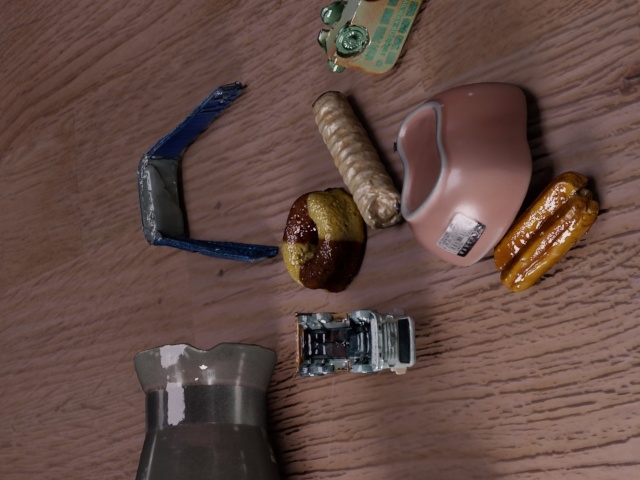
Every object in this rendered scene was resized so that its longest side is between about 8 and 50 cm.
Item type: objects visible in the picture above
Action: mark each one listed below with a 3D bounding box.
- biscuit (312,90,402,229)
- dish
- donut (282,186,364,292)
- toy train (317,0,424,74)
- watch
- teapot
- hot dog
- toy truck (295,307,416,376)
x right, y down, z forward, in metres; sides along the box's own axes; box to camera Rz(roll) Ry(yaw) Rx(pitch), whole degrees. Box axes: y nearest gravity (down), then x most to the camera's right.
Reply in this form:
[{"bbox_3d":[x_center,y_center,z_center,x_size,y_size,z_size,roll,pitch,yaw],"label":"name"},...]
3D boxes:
[{"bbox_3d":[0.045,-0.107,2.068,0.061,0.055,0.219,-50,49,31],"label":"biscuit"},{"bbox_3d":[0.144,-0.083,1.842,0.213,0.090,0.213,-38,46,54],"label":"dish"},{"bbox_3d":[0.000,0.000,2.136,0.140,0.059,0.140,5,96,55],"label":"donut"},{"bbox_3d":[0.064,-0.288,2.005,0.072,0.099,0.188,59,137,43],"label":"toy train"},{"bbox_3d":[-0.168,-0.052,2.402,0.274,0.068,0.276,-33,62,47],"label":"watch"},{"bbox_3d":[-0.148,0.328,2.221,0.300,0.253,0.344,91,178,-74],"label":"teapot"},{"bbox_3d":[0.239,-0.006,1.771,0.165,0.045,0.071,-52,49,43],"label":"hot dog"},{"bbox_3d":[0.054,0.123,1.991,0.177,0.115,0.080,-7,83,58],"label":"toy truck"}]
